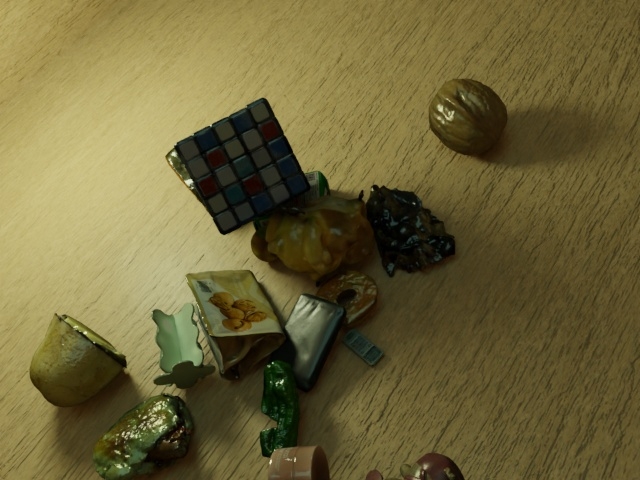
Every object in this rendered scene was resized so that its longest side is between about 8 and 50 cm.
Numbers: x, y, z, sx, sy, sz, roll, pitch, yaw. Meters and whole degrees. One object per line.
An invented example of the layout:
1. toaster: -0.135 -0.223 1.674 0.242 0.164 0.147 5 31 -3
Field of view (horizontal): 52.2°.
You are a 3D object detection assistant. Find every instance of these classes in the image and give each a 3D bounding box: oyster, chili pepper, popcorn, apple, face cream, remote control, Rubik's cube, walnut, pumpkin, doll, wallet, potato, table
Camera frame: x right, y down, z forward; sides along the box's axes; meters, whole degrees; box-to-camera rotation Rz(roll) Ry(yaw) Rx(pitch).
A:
1. oyster: 0.254 -0.061 1.925 0.222 0.096 0.360 -16 51 -1
2. chili pepper: -0.097 0.426 1.635 0.099 0.083 0.253 -11 64 21
3. popcorn: 0.000 0.000 1.869 0.316 0.280 0.297 2 23 -4
4. apple: -0.155 0.013 2.008 0.114 0.099 0.102 -21 40 -18
5. face cream: -0.047 0.548 1.493 0.104 0.149 0.149 -9 50 14
6. remote control: 0.112 0.283 1.739 0.053 0.017 0.124 -42 50 -14
7. Rubik's cube: -0.225 -0.214 1.889 0.287 0.292 0.292 -28 12 -4
8. walnut: 0.457 -0.384 2.033 0.225 0.225 0.261 -34 54 -9
9. pumpkin: -0.412 -0.231 2.223 0.139 0.221 0.317 -33 49 -9
10. doll: 0.188 0.562 1.396 0.256 0.152 0.196 -22 14 -18
11. wallet: -0.038 0.269 1.754 0.169 0.052 0.245 17 76 37
12. potato: -0.713 0.353 1.868 0.286 0.242 0.242 31 67 20
13. table: -0.392 0.286 1.810 0.167 0.166 0.198 -21 57 3

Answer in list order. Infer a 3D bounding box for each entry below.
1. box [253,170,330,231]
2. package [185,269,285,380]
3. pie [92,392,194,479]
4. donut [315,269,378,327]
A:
1. box: -0.089 -0.113 2.086 0.250 0.103 0.180 -11 49 10
2. package: -0.256 0.233 1.853 0.222 0.164 0.311 -1 32 -26
3. pie: -0.469 0.516 1.725 0.275 0.105 0.257 -25 33 -4
4. donut: 0.078 0.169 1.818 0.179 0.065 0.162 -27 53 -3
